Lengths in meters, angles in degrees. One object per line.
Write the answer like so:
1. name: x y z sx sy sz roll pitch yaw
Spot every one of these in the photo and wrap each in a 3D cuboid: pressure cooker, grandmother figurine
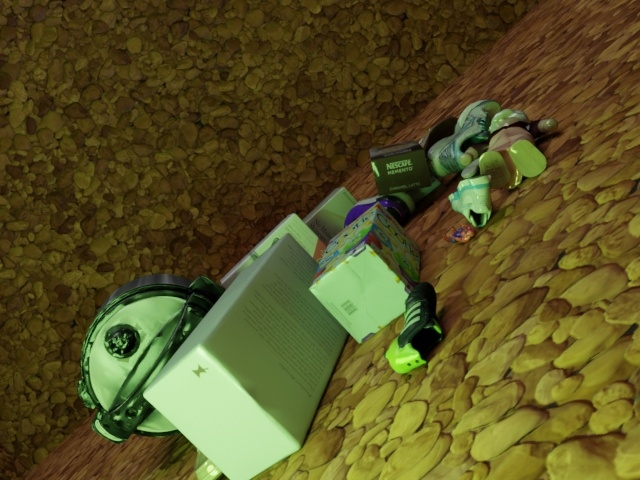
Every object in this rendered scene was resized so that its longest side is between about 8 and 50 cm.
1. pressure cooker: -0.393 0.278 1.673 0.376 0.369 0.420 -8 3 -13
2. grandmother figurine: 0.393 -0.200 1.434 0.208 0.104 0.342 -9 19 22

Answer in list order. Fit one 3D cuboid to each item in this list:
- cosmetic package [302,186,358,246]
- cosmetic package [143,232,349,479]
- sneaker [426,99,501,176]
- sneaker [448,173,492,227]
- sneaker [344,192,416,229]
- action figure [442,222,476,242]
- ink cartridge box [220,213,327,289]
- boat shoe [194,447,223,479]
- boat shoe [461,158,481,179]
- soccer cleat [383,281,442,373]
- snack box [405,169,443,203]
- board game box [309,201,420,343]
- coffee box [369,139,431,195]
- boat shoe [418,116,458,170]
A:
1. cosmetic package: 0.000 0.000 2.062 0.309 0.160 0.113 -45 9 -7
2. cosmetic package: -0.100 0.192 1.265 0.161 0.230 0.453 -40 8 26
3. sneaker: 0.404 -0.263 1.771 0.283 0.110 0.122 -49 27 -23
4. sneaker: 0.287 -0.061 1.297 0.071 0.082 0.190 -10 -10 6
5. sneaker: 0.123 -0.041 1.866 0.146 0.102 0.293 -48 9 -29
6. action figure: 0.263 -0.013 1.296 0.038 0.030 0.115 -39 9 -9
7. ink cartridge box: -0.110 0.094 1.919 0.283 0.207 0.117 -44 6 -7
8. boat shoe: -0.202 0.363 1.320 0.109 0.098 0.302 -42 8 10
9. boat shoe: 0.365 -0.168 1.583 0.046 0.038 0.125 -10 29 40
10. soccer cleat: 0.153 0.125 1.019 0.072 0.060 0.179 -24 25 39
11. snack box: 0.275 -0.143 1.897 0.141 0.037 0.100 -38 10 27
12. board game box: 0.096 0.052 1.340 0.142 0.144 0.275 -40 9 19
13. coffee box: 0.209 -0.197 1.827 0.141 0.098 0.246 -12 13 5
14. boat shoe: 0.321 -0.258 2.041 0.285 0.104 0.089 -46 11 -20
